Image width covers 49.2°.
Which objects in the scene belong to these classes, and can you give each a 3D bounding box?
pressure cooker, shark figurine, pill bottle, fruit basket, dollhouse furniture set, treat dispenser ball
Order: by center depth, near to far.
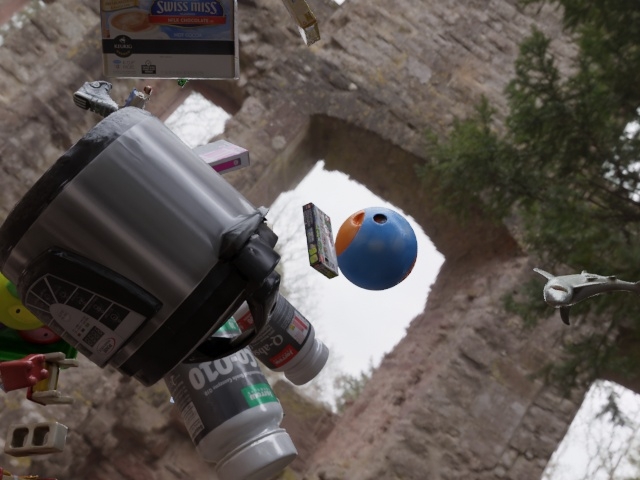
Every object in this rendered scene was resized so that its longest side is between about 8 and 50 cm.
[{"bbox_3d":[-0.271,0.032,1.177,0.420,0.375,0.370,43,-2,-9],"label":"pressure cooker"},{"bbox_3d":[-0.633,0.399,1.411,0.152,0.375,0.201,-8,-28,13],"label":"dollhouse furniture set"},{"bbox_3d":[0.545,0.122,1.431,0.278,0.116,0.166,-1,13,-19],"label":"shark figurine"},{"bbox_3d":[-0.208,0.353,1.538,0.361,0.204,0.204,57,-14,23],"label":"pill bottle"},{"bbox_3d":[-0.760,0.170,1.758,0.391,0.283,0.392,16,-2,1],"label":"fruit basket"},{"bbox_3d":[-0.150,0.302,2.310,0.363,0.210,0.210,46,-22,-20],"label":"pill bottle"},{"bbox_3d":[0.190,0.028,2.385,0.288,0.288,0.288,32,-22,15],"label":"treat dispenser ball"}]

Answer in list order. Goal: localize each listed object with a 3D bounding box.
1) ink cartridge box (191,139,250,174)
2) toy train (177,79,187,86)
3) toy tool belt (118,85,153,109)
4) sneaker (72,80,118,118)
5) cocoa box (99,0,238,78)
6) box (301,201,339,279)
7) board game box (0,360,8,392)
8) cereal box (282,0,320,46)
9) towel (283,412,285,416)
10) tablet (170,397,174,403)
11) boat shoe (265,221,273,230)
[{"bbox_3d":[-0.439,-0.251,2.366,0.175,0.370,0.069,28,-47,44],"label":"ink cartridge box"},{"bbox_3d":[-0.395,-0.491,2.078,0.017,0.083,0.024,34,-7,27],"label":"toy train"},{"bbox_3d":[-0.422,-0.323,1.588,0.051,0.083,0.052,25,-13,-7],"label":"toy tool belt"},{"bbox_3d":[-0.748,-0.500,2.487,0.228,0.132,0.086,27,-36,-12],"label":"sneaker"},{"bbox_3d":[-0.396,-0.553,1.886,0.346,0.228,0.231,0,13,-5],"label":"cocoa box"},{"bbox_3d":[0.000,0.000,2.047,0.036,0.207,0.114,-23,-35,23],"label":"box"},{"bbox_3d":[-0.901,0.243,2.000,0.291,0.232,0.141,48,-43,-9],"label":"board game box"},{"bbox_3d":[-0.080,-0.643,1.836,0.240,0.047,0.173,61,3,1],"label":"cereal box"},{"bbox_3d":[-0.202,0.577,2.433,0.148,0.027,0.110,6,-35,28],"label":"towel"},{"bbox_3d":[-0.425,0.474,2.125,0.054,0.006,0.083,19,20,-10],"label":"tablet"},{"bbox_3d":[-0.162,-0.007,1.875,0.045,0.135,0.050,38,-55,-23],"label":"boat shoe"}]
